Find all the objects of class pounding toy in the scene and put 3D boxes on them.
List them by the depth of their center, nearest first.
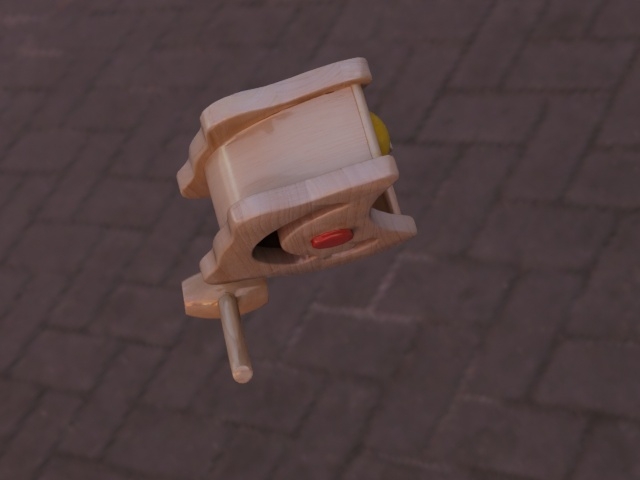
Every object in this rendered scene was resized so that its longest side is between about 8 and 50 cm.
[{"bbox_3d":[0.000,0.000,1.085,0.154,0.269,0.154,-12,77,-15],"label":"pounding toy"}]
